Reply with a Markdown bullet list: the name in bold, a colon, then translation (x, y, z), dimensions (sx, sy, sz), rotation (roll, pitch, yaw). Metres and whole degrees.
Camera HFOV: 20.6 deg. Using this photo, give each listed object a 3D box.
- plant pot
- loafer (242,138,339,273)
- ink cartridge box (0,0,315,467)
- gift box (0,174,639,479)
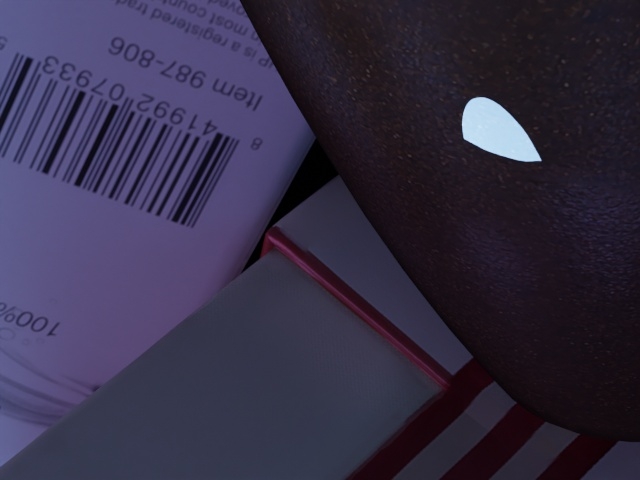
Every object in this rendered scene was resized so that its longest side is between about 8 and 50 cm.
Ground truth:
- **plant pot**: translation (0.081, -0.059, 0.480), dimensions (0.215, 0.215, 0.230), rotation (47, 160, 43)
- **loafer**: translation (0.000, 0.000, 0.797), dimensions (0.076, 0.078, 0.223), rotation (42, 141, 48)
- **ink cartridge box**: translation (-0.177, -0.045, 0.702), dimensions (0.395, 0.285, 0.166), rotation (-60, 17, 27)
- **gift box**: translation (0.023, 0.170, 0.663), dimensions (0.276, 0.258, 0.255), rotation (42, 148, 11)
